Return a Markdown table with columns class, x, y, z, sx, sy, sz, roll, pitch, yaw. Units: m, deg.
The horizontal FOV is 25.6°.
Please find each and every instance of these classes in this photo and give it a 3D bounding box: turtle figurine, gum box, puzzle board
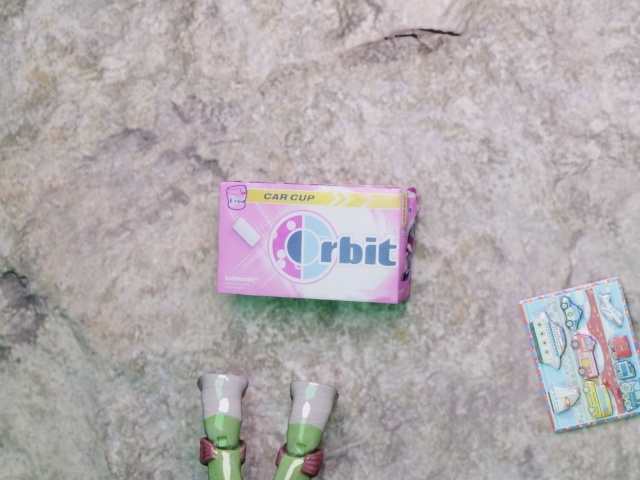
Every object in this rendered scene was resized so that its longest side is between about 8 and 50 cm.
| class | x | y | z | sx | sy | sz | roll | pitch | yaw |
| --- | --- | --- | --- | --- | --- | --- | --- | --- | --- |
| turtle figurine | -0.057 | 0.273 | 1.350 | 0.197 | 0.274 | 0.266 | -6 | 71 | 37 |
| gum box | 0.000 | 0.000 | 1.337 | 0.188 | 0.062 | 0.107 | 3 | 94 | 15 |
| puzzle board | 0.245 | 0.106 | 1.305 | 0.096 | 0.011 | 0.128 | -15 | 89 | 15 |
